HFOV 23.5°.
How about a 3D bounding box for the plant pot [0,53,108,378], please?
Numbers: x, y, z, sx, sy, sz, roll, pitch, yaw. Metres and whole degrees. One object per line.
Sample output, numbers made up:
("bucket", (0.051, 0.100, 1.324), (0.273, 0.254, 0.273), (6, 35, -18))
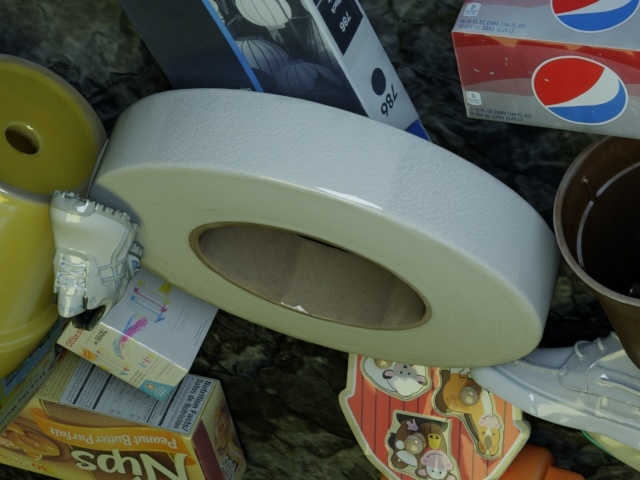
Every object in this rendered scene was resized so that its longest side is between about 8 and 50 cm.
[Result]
("plant pot", (-0.312, -0.029, 1.364), (0.254, 0.254, 0.239), (34, 131, -14))

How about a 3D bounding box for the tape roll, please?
("tape roll", (0.000, 0.000, 1.260), (0.392, 0.072, 0.392), (16, 161, 6))

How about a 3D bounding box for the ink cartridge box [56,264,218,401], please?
("ink cartridge box", (-0.192, 0.079, 1.554), (0.143, 0.090, 0.092), (30, 146, -9))

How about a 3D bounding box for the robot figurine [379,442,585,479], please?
("robot figurine", (0.154, 0.257, 1.551), (0.219, 0.128, 0.158), (11, 177, 19))

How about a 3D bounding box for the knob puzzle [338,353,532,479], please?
("knob puzzle", (0.104, 0.169, 1.457), (0.213, 0.030, 0.213), (7, 109, 22))

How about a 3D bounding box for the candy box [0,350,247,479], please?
("candy box", (-0.256, 0.209, 1.771), (0.316, 0.088, 0.183), (11, 144, 18))

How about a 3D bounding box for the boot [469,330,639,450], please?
("boot", (0.258, 0.102, 1.319), (0.258, 0.095, 0.123), (19, 106, 25))

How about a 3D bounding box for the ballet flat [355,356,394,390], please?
("ballet flat", (0.108, 0.141, 1.490), (0.168, 0.057, 0.052), (17, 123, 7))

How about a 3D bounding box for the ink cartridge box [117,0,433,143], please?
("ink cartridge box", (-0.046, -0.154, 1.176), (0.165, 0.065, 0.333), (-2, 139, 33))

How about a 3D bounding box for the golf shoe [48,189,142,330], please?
("golf shoe", (-0.189, 0.021, 1.254), (0.069, 0.086, 0.176), (16, 160, 12))

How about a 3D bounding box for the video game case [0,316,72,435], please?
("video game case", (-0.336, 0.130, 1.590), (0.026, 0.227, 0.206), (28, 148, 16))

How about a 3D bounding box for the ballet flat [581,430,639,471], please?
("ballet flat", (0.351, 0.207, 1.414), (0.248, 0.086, 0.086), (33, 145, -11))

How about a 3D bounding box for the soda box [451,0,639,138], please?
("soda box", (0.227, -0.124, 1.028), (0.263, 0.083, 0.092), (9, 144, 20))

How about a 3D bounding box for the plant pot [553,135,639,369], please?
("plant pot", (0.271, 0.019, 1.140), (0.167, 0.167, 0.165), (6, 149, 26))
